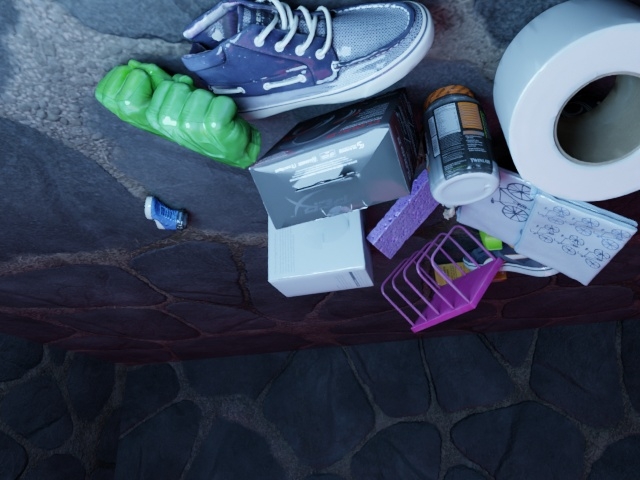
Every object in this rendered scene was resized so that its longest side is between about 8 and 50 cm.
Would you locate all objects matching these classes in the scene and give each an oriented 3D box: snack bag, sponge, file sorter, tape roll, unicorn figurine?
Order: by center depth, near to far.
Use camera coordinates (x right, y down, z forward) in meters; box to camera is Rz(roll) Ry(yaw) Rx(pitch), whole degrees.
[{"bbox_3d":[0.386,-0.203,0.671,0.245,0.169,0.246,6,129,7],"label":"tape roll"},{"bbox_3d":[0.447,-0.038,1.004,0.342,0.037,0.323,30,168,23],"label":"snack bag"},{"bbox_3d":[0.283,-0.129,1.032,0.060,0.162,0.111,-16,180,13],"label":"unicorn figurine"},{"bbox_3d":[0.204,-0.059,1.101,0.210,0.031,0.117,-49,145,3],"label":"sponge"},{"bbox_3d":[0.346,0.111,1.395,0.182,0.202,0.291,45,147,1],"label":"file sorter"}]

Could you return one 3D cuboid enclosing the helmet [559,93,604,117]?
[{"bbox_3d":[0.486,-0.167,0.867,0.169,0.162,0.169,-25,161,-9],"label":"helmet"}]

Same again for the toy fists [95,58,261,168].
[{"bbox_3d":[-0.220,-0.197,0.701,0.279,0.096,0.142,26,-175,28],"label":"toy fists"}]

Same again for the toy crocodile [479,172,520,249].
[{"bbox_3d":[0.469,-0.083,1.139,0.115,0.105,0.341,0,155,-8],"label":"toy crocodile"}]

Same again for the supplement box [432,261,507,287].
[{"bbox_3d":[0.507,0.111,1.593,0.233,0.078,0.080,-8,167,8],"label":"supplement box"}]

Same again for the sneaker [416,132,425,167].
[{"bbox_3d":[0.188,-0.170,0.946,0.188,0.071,0.066,-10,148,15],"label":"sneaker"}]

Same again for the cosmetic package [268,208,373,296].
[{"bbox_3d":[0.000,0.000,1.119,0.224,0.224,0.138,-8,155,13],"label":"cosmetic package"}]

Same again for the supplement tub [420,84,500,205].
[{"bbox_3d":[0.239,-0.168,0.818,0.116,0.191,0.117,-2,155,-1],"label":"supplement tub"}]

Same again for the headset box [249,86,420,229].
[{"bbox_3d":[0.036,-0.135,0.749,0.217,0.293,0.110,-13,114,22],"label":"headset box"}]

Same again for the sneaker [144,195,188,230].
[{"bbox_3d":[-0.366,-0.064,1.133,0.084,0.058,0.152,4,160,-1],"label":"sneaker"}]

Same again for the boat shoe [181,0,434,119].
[{"bbox_3d":[-0.028,-0.268,0.635,0.340,0.127,0.158,-13,161,23],"label":"boat shoe"}]

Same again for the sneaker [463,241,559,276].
[{"bbox_3d":[0.551,0.022,1.381,0.126,0.128,0.321,-28,-165,-29],"label":"sneaker"}]
